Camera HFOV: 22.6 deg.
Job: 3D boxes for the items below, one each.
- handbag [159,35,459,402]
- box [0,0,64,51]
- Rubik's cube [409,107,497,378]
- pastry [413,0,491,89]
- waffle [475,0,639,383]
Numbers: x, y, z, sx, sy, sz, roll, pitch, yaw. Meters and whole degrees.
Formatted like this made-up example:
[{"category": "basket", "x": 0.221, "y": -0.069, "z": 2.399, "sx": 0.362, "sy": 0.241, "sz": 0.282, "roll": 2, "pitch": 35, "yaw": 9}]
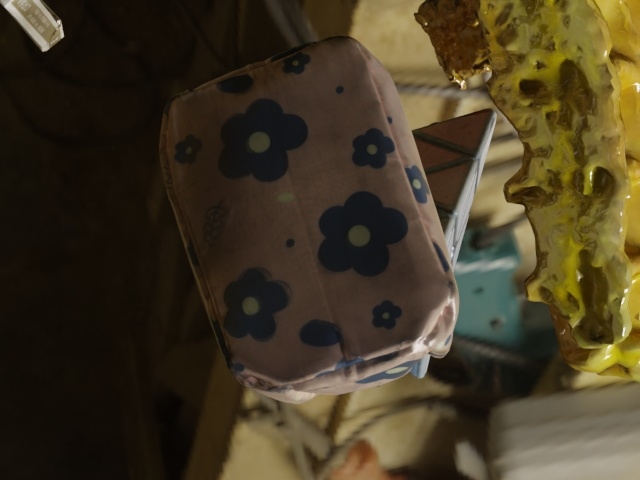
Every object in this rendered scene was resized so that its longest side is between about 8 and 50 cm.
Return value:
[{"category": "handbag", "x": 0.000, "y": 0.000, "z": 1.213, "sx": 0.190, "sy": 0.251, "sz": 0.193, "roll": -20, "pitch": 164, "yaw": 7}, {"category": "box", "x": -0.262, "y": -0.215, "z": 1.285, "sx": 0.029, "sy": 0.109, "sz": 0.198, "roll": -42, "pitch": 179, "yaw": -2}, {"category": "Rubik's cube", "x": 0.073, "y": -0.005, "z": 1.691, "sx": 0.228, "sy": 0.233, "sz": 0.229, "roll": 6, "pitch": 148, "yaw": -45}, {"category": "pastry", "x": 0.139, "y": -0.166, "z": 1.220, "sx": 0.140, "sy": 0.080, "sz": 0.056, "roll": -17, "pitch": -178, "yaw": 38}, {"category": "waffle", "x": 0.122, "y": -0.043, "z": 0.654, "sx": 0.055, "sy": 0.211, "sz": 0.160, "roll": -4, "pitch": -168, "yaw": 28}]
